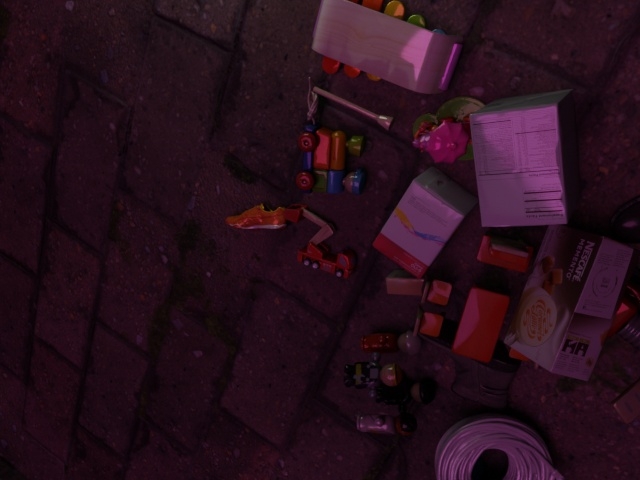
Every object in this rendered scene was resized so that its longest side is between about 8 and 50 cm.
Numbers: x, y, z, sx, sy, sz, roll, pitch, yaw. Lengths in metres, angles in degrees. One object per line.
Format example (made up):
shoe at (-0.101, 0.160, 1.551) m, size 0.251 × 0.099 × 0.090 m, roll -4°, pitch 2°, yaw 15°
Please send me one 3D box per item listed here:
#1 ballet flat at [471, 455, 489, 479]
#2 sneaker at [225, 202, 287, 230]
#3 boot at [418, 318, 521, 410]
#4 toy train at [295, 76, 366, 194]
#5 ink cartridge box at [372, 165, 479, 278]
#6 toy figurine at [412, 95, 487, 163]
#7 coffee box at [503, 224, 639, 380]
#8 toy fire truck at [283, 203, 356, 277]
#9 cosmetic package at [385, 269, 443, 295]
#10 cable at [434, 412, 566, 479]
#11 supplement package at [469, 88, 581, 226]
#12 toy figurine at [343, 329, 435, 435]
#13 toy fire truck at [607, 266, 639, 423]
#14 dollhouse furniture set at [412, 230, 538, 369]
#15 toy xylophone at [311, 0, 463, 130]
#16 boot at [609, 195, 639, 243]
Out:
ballet flat at (0.356, 0.579, 1.485) m, size 0.096 × 0.095 × 0.280 m, roll -23°, pitch 97°, yaw 46°
sneaker at (-0.157, -0.058, 1.543) m, size 0.175 × 0.064 × 0.067 m, roll -1°, pitch 89°, yaw 24°
boot at (0.315, 0.284, 1.399) m, size 0.247 × 0.083 × 0.161 m, roll 23°, pitch 124°, yaw 21°
toy train at (0.033, -0.218, 1.346) m, size 0.143 × 0.105 × 0.248 m, roll 10°, pitch 114°, yaw 14°
ink cartridge box at (0.219, -0.040, 1.290) m, size 0.127 × 0.128 × 0.176 m, roll 37°, pitch 123°, yaw 12°
toy figurine at (0.234, -0.201, 1.200) m, size 0.173 × 0.159 × 0.130 m, roll 3°, pitch 111°, yaw 29°
coffee box at (0.445, 0.104, 1.115) m, size 0.098 × 0.141 × 0.246 m, roll 16°, pitch 98°, yaw -23°
toy fire truck at (0.000, 0.000, 1.476) m, size 0.192 × 0.047 × 0.135 m, roll 18°, pitch 116°, yaw 21°
cosmetic package at (0.210, 0.094, 1.390) m, size 0.115 × 0.060 × 0.041 m, roll 1°, pitch 108°, yaw 30°
cable at (0.381, 0.506, 1.379) m, size 0.257 × 0.089 × 0.257 m, roll -29°, pitch 94°, yaw 3°
supplement package at (0.374, -0.150, 1.121) m, size 0.149 × 0.194 × 0.203 m, roll -1°, pitch 108°, yaw 30°
toy figurine at (0.163, 0.326, 1.419) m, size 0.148 × 0.209 × 0.213 m, roll -7°, pitch 106°, yaw 25°
toy fire truck at (0.561, 0.182, 1.117) m, size 0.217 × 0.246 × 0.158 m, roll 38°, pitch 122°, yaw 11°
dollhouse furniture set at (0.336, 0.120, 1.250) m, size 0.262 × 0.135 × 0.259 m, roll 14°, pitch 105°, yaw 8°
toy xylophone at (0.106, -0.372, 1.249) m, size 0.323 × 0.081 × 0.236 m, roll 34°, pitch 122°, yaw 13°
boot at (0.608, -0.020, 1.022) m, size 0.263 × 0.229 × 0.091 m, roll -13°, pitch 103°, yaw 32°
